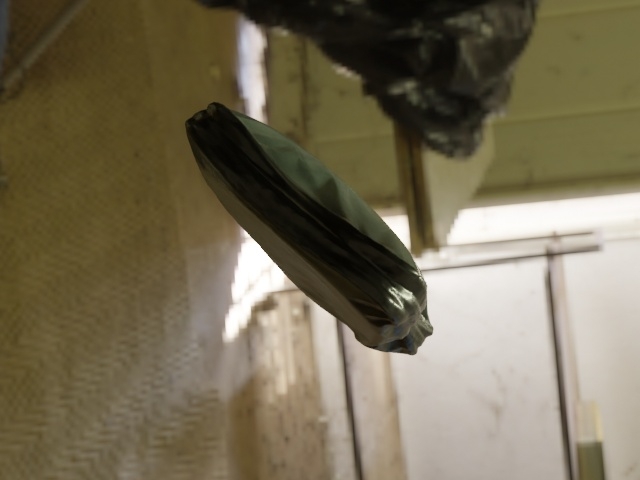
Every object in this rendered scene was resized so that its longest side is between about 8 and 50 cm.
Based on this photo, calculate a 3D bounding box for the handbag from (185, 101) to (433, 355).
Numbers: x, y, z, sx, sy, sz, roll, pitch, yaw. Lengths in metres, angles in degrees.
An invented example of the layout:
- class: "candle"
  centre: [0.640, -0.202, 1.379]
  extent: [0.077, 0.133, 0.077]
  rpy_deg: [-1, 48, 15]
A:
- class: "handbag"
  centre: [0.001, 0.001, 1.041]
  extent: [0.075, 0.191, 0.332]
  rpy_deg: [-50, 170, -3]
